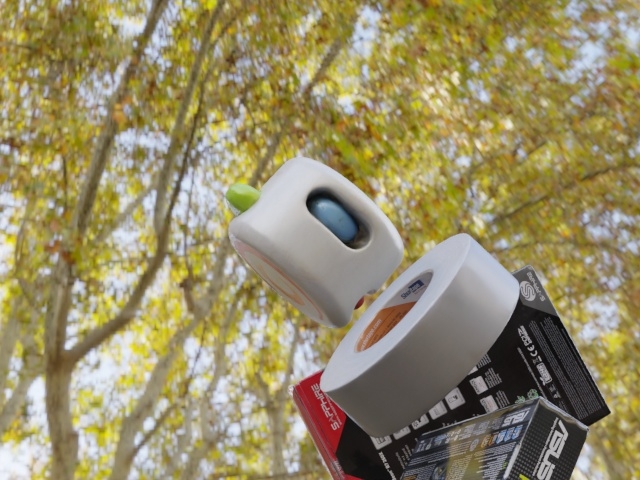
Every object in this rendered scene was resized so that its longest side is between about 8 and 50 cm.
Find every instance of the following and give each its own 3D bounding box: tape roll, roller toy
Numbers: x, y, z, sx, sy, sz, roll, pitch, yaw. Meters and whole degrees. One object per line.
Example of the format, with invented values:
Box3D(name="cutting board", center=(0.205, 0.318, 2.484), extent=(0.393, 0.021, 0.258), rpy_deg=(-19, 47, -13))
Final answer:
Box3D(name="tape roll", center=(0.099, 0.095, 1.118), extent=(0.072, 0.219, 0.219), rpy_deg=(44, -74, -7))
Box3D(name="roller toy", center=(0.000, 0.000, 1.339), extent=(0.146, 0.191, 0.209), rpy_deg=(-48, -44, -12))

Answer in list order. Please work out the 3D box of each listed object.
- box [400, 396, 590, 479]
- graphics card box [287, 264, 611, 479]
Box3D(name="box", center=(0.132, 0.277, 1.071), extent=(0.060, 0.216, 0.270), rpy_deg=(33, -26, -8))
Box3D(name="graphics card box", center=(0.170, 0.213, 1.458), extent=(0.371, 0.094, 0.233), rpy_deg=(-26, -98, -14))
